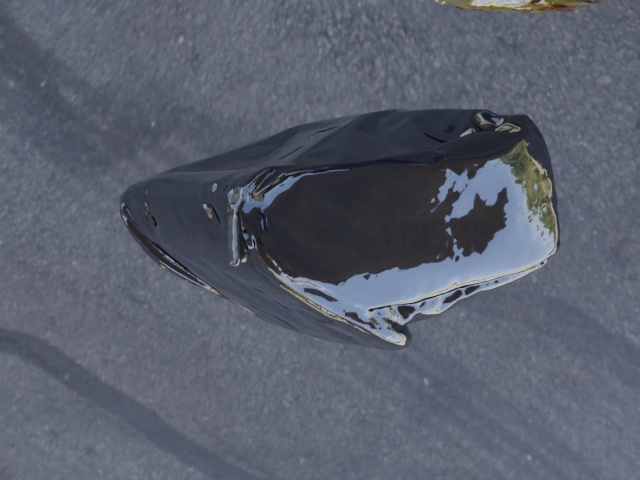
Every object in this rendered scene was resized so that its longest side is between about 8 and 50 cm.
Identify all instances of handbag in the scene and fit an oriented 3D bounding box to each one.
[{"bbox_3d":[0.002,0.003,0.780,0.275,0.302,0.178,-22,103,-29],"label":"handbag"}]

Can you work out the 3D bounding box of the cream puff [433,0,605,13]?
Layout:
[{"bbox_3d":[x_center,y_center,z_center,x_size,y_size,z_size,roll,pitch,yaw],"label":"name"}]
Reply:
[{"bbox_3d":[0.122,-0.178,0.546,0.149,0.149,0.084,-3,93,1],"label":"cream puff"}]
